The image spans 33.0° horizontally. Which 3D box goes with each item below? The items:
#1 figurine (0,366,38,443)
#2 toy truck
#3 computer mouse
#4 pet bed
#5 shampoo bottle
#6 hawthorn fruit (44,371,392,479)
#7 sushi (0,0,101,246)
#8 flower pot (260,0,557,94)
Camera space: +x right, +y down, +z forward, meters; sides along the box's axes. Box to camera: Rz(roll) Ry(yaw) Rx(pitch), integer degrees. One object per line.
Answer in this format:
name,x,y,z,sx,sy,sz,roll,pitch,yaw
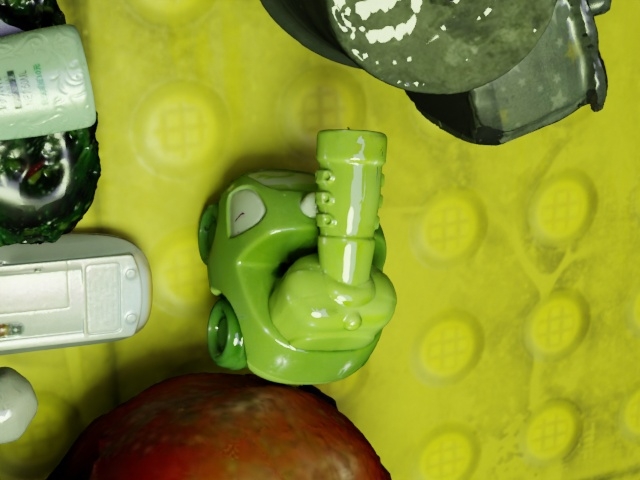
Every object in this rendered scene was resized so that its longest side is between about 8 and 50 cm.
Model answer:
figurine,-0.331,0.130,0.691,0.266,0.361,0.378,-37,130,-50
toy truck,-0.005,0.020,0.869,0.148,0.210,0.187,5,75,-27
computer mouse,-0.237,0.046,0.883,0.199,0.045,0.102,-6,111,-22
pet bed,0.146,-0.204,0.879,0.159,0.183,0.211,-24,115,-9
shampoo bottle,-0.244,-0.089,0.693,0.190,0.041,0.069,-14,109,-17
hawthorn fruit,-0.093,0.248,0.890,0.316,0.316,0.316,-8,111,-21
sushi,-0.237,-0.106,0.785,0.124,0.127,0.225,-20,117,-15
flower pot,0.065,-0.186,0.680,0.235,0.148,0.235,-4,123,-5
